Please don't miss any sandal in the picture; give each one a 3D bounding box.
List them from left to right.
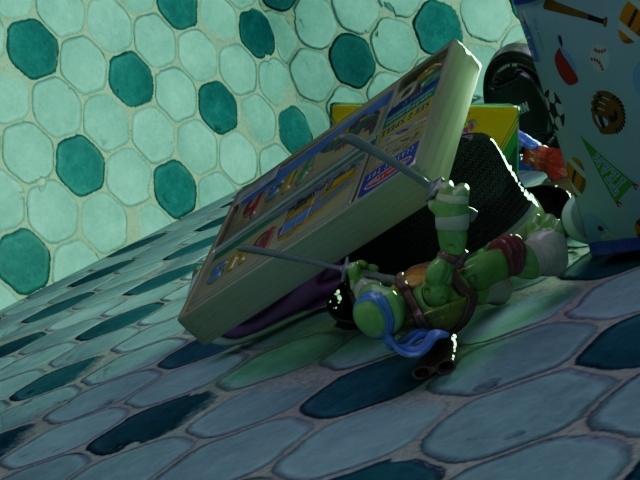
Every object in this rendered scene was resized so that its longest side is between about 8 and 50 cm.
[{"bbox_3d":[0.009,0.013,1.944,0.416,0.169,0.102,-38,11,-22],"label":"sandal"}]

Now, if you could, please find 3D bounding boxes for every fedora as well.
[{"bbox_3d":[0.135,-0.030,1.756,0.334,0.152,0.334,-26,16,8],"label":"fedora"}]

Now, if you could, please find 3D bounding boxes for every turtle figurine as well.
[{"bbox_3d":[0.111,-0.001,1.486,0.266,0.198,0.274,-6,38,-42],"label":"turtle figurine"}]

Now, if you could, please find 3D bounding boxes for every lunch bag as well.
[{"bbox_3d":[0.433,-0.173,1.476,0.239,0.328,0.385,-24,6,-29],"label":"lunch bag"}]

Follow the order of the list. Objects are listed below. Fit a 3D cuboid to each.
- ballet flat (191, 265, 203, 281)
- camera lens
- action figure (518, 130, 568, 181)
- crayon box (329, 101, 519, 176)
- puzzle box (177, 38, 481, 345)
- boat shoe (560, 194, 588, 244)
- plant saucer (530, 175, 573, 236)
[{"bbox_3d":[-0.029,0.023,2.112,0.348,0.123,0.123,-21,8,-3],"label":"ballet flat"},{"bbox_3d":[0.439,-0.273,2.491,0.274,0.219,0.219,-26,9,-31],"label":"camera lens"},{"bbox_3d":[0.340,-0.135,2.188,0.139,0.091,0.280,-6,22,-44],"label":"action figure"},{"bbox_3d":[0.152,-0.122,2.113,0.278,0.165,0.081,0,8,0],"label":"crayon box"},{"bbox_3d":[0.008,-0.056,1.716,0.409,0.052,0.272,-33,23,34],"label":"puzzle box"},{"bbox_3d":[0.356,-0.045,1.710,0.228,0.080,0.076,-26,3,-37],"label":"boat shoe"},{"bbox_3d":[0.286,-0.033,1.944,0.278,0.041,0.278,-21,9,3],"label":"plant saucer"}]
